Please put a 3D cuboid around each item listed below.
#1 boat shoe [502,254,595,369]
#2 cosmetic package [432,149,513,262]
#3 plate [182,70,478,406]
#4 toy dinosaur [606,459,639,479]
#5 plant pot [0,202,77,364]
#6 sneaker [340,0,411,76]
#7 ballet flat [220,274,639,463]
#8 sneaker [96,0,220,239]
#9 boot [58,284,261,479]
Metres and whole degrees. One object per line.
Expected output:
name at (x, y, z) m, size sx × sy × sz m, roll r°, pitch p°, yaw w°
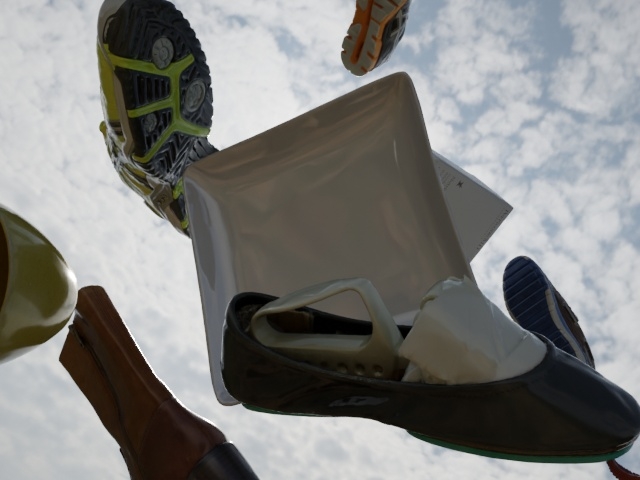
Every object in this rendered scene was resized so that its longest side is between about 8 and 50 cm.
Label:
boat shoe at (0.296, 0.104, 0.901) m, size 0.066 × 0.183 × 0.066 m, roll 14°, pitch -41°, yaw -41°
cosmetic package at (0.250, -0.080, 1.572) m, size 0.385 × 0.217 × 0.156 m, roll 18°, pitch 22°, yaw -48°
plate at (0.000, 0.000, 0.699) m, size 0.278 × 0.277 × 0.045 m, roll -21°, pitch -24°, yaw 18°
toy dinosaur at (0.206, 0.139, 0.358) m, size 0.090 × 0.047 × 0.082 m, roll 24°, pitch -29°, yaw 2°
plant pot at (-0.243, 0.037, 0.521) m, size 0.134 × 0.134 × 0.095 m, roll 9°, pitch -7°, yaw 26°
sneaker at (0.100, -0.350, 1.040) m, size 0.084 × 0.083 × 0.214 m, roll 45°, pitch -48°, yaw 20°
ballet flat at (0.050, 0.074, 0.438) m, size 0.281 × 0.095 × 0.096 m, roll 0°, pitch -70°, yaw 25°
sneaker at (-0.217, -0.140, 0.848) m, size 0.147 × 0.145 × 0.384 m, roll 27°, pitch -30°, yaw 16°
boot at (-0.212, 0.226, 0.749) m, size 0.280 × 0.096 × 0.264 m, roll 43°, pitch -46°, yaw 20°
